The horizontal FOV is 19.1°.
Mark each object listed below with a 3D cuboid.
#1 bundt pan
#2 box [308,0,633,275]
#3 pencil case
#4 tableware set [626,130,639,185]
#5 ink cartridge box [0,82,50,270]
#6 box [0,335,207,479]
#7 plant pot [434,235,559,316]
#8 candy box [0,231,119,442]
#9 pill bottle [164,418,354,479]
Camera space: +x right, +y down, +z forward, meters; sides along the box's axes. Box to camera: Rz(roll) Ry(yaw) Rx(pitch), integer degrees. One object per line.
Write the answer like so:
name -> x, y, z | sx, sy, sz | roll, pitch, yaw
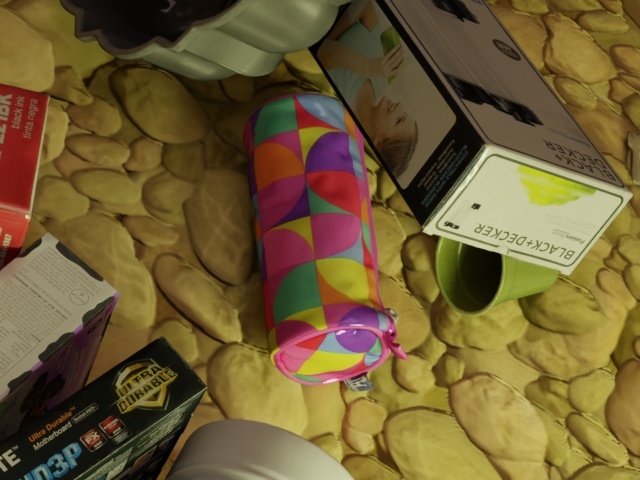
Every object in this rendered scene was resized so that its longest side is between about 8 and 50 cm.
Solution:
bundt pan -> -0.058, -0.270, 1.525 | 0.124, 0.331, 0.331 | 30, 42, -42
box -> 0.105, -0.112, 1.513 | 0.169, 0.087, 0.290 | 16, 31, -38
pencil case -> 0.000, 0.000, 1.466 | 0.104, 0.104, 0.236 | 2, 56, -20
tableware set -> 0.355, -0.072, 1.705 | 0.169, 0.020, 0.141 | 26, 51, -2
ink cartridge box -> -0.341, -0.031, 1.291 | 0.273, 0.197, 0.114 | 12, 51, -13
box -> -0.185, 0.172, 1.220 | 0.051, 0.175, 0.220 | 46, 53, 13
plant pot -> 0.148, 0.018, 1.531 | 0.079, 0.083, 0.083 | -1, 56, -38
candy box -> -0.234, 0.113, 1.250 | 0.070, 0.165, 0.196 | 38, 52, 9
pill bottle -> -0.082, 0.260, 1.205 | 0.161, 0.161, 0.283 | 28, 51, 0
